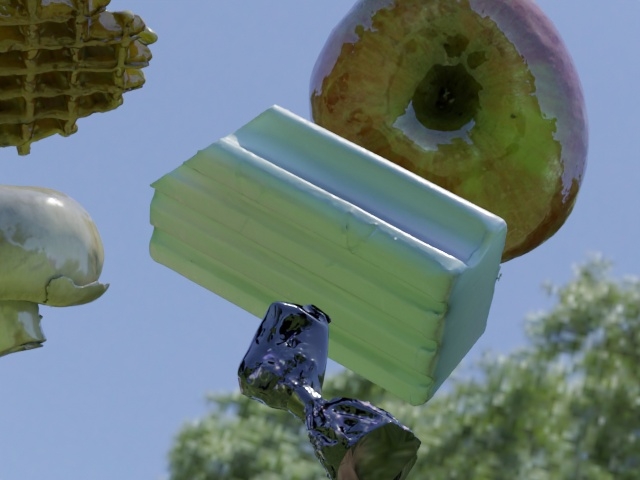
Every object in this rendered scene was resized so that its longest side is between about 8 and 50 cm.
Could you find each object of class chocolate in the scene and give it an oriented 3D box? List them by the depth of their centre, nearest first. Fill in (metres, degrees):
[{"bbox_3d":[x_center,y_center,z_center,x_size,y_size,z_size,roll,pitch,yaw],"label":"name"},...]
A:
[{"bbox_3d":[-0.001,0.097,1.047,0.072,0.147,0.070,-18,-56,-20],"label":"chocolate"}]

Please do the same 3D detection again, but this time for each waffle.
[{"bbox_3d":[-0.297,-0.165,1.619,0.293,0.069,0.260,-29,-29,30],"label":"waffle"}]

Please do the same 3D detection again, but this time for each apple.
[{"bbox_3d":[0.130,-0.123,1.758,0.277,0.309,0.250,-6,-1,3],"label":"apple"}]

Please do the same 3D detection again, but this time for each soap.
[{"bbox_3d":[0.000,0.000,1.428,0.289,0.095,0.173,28,-41,20],"label":"soap"}]

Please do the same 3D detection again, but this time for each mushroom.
[{"bbox_3d":[-0.227,0.023,1.227,0.154,0.122,0.154,-4,-2,0],"label":"mushroom"}]
